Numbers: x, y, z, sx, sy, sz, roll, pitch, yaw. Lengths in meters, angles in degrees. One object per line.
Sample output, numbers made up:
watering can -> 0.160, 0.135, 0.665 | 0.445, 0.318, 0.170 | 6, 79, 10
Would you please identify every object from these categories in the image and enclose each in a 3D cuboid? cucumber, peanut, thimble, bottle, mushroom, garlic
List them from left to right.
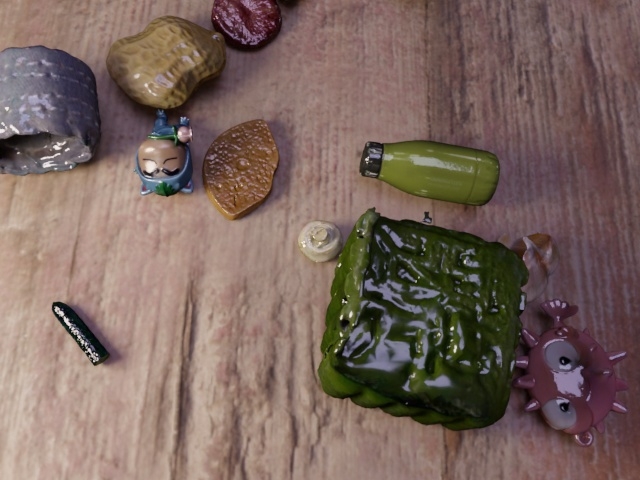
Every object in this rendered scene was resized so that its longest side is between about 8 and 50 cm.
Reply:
thimble -> -0.505, -0.217, 1.088 | 0.237, 0.205, 0.172 | -7, 72, -8
cucumber -> -0.407, 0.152, 1.055 | 0.032, 0.032, 0.133 | -40, 79, -20
peanut -> -0.290, -0.352, 1.223 | 0.197, 0.110, 0.233 | 38, 67, 20
mushroom -> 0.000, 0.000, 1.161 | 0.084, 0.067, 0.083 | 0, 73, 1
bottle -> 0.208, -0.139, 1.224 | 0.260, 0.112, 0.112 | 9, 68, -6
garlic -> 0.395, 0.040, 1.191 | 0.174, 0.099, 0.124 | -36, 97, -32

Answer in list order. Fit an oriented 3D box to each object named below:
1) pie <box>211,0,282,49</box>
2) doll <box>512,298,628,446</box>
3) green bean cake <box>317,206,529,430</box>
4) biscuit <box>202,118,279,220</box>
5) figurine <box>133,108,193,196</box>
pie -> -0.155, -0.471, 1.326 | 0.155, 0.036, 0.154 | 3, 79, -13
doll -> 0.446, 0.234, 1.129 | 0.211, 0.093, 0.261 | 3, 71, -1
green bean cake -> 0.176, 0.130, 1.061 | 0.319, 0.218, 0.334 | 13, 69, -5
biscuit -> -0.154, -0.141, 1.211 | 0.142, 0.029, 0.220 | 13, 68, -6
figurine -> -0.283, -0.173, 1.148 | 0.114, 0.144, 0.178 | 6, 57, -11
